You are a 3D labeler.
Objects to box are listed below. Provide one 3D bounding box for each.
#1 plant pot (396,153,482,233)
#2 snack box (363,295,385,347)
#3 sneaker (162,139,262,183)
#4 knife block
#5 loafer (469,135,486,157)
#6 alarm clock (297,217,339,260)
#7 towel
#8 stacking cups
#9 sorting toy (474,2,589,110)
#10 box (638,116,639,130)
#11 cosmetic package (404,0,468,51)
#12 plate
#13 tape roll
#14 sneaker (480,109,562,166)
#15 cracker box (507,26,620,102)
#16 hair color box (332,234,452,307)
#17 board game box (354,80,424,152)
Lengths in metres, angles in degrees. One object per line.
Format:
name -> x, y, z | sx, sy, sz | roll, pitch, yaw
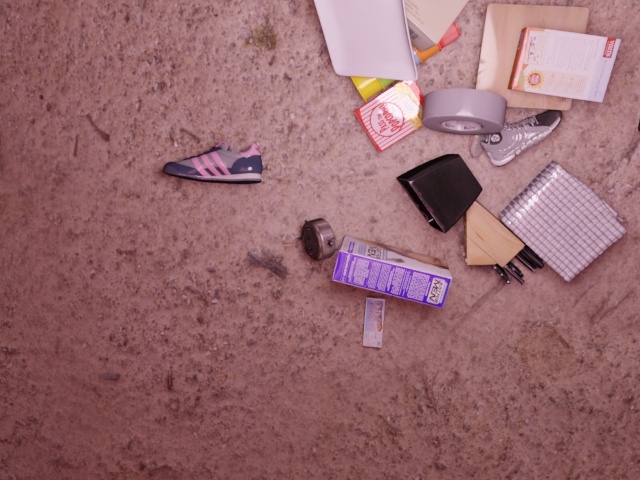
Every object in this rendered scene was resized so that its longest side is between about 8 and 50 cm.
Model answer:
plant pot -> 0.354, -0.154, 1.524 | 0.167, 0.188, 0.187 | -37, 98, 5
snack box -> 0.180, 0.273, 1.754 | 0.064, 0.022, 0.178 | 5, 107, 8
sneaker -> -0.335, -0.249, 1.644 | 0.319, 0.112, 0.131 | 4, 90, 5
knife block -> 0.557, -0.004, 1.581 | 0.242, 0.088, 0.276 | -3, 106, 8
loafer -> 0.461, -0.308, 1.534 | 0.045, 0.039, 0.125 | -4, 113, -29
alarm clock -> 0.000, 0.000, 1.625 | 0.064, 0.192, 0.129 | -16, 106, -32
towel -> 0.703, -0.058, 1.530 | 0.283, 0.121, 0.235 | 41, 106, -3
stacking cups -> 0.235, -0.520, 1.474 | 0.316, 0.096, 0.096 | -32, 100, 14
sorting toy -> 0.561, -0.498, 1.431 | 0.255, 0.089, 0.257 | 6, 108, 7
box -> 0.970, -0.297, 1.356 | 0.183, 0.231, 0.056 | 1, 110, 9
cosmetic package -> 0.314, -0.667, 1.347 | 0.160, 0.113, 0.309 | 35, 91, -14
plate -> 0.119, -0.551, 1.342 | 0.278, 0.045, 0.277 | 18, 144, 37
tape roll -> 0.386, -0.343, 1.413 | 0.219, 0.219, 0.072 | 8, 91, 6
sneaker -> 0.554, -0.322, 1.475 | 0.228, 0.086, 0.132 | -39, 110, 17
cracker box -> 0.623, -0.453, 1.352 | 0.232, 0.067, 0.156 | 11, 109, 6
hair color box -> 0.218, 0.089, 1.607 | 0.338, 0.185, 0.110 | 15, 107, 3
board game box -> 0.218, -0.373, 1.541 | 0.193, 0.045, 0.147 | -32, 101, 16
